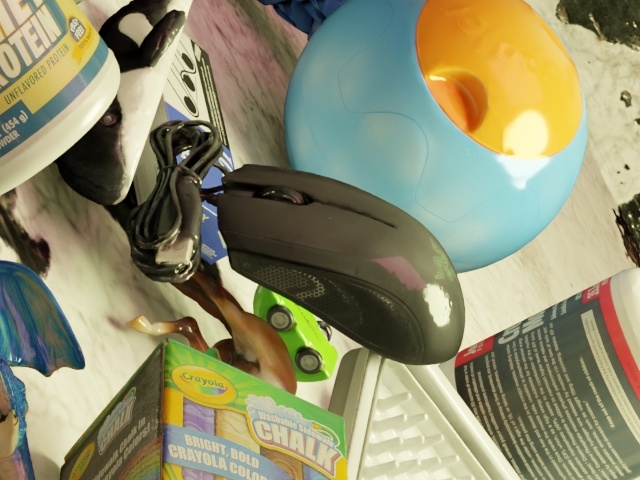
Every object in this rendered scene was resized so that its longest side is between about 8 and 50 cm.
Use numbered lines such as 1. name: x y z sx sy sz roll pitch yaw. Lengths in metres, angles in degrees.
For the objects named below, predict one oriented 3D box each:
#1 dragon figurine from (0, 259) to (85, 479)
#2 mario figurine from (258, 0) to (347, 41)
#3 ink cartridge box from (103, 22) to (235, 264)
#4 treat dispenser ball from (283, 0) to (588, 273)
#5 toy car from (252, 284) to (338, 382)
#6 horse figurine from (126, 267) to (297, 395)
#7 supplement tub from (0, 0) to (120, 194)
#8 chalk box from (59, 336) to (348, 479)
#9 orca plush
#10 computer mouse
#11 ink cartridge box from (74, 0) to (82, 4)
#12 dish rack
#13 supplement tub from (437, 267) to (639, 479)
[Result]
1. dragon figurine: -0.191 0.063 0.969 0.289 0.085 0.144 58 20 -8
2. mario figurine: 0.058 -0.228 1.868 0.320 0.170 0.198 44 12 -30
3. ink cartridge box: -0.117 -0.090 1.430 0.097 0.046 0.207 37 31 -49
4. treat dispenser ball: 0.108 -0.110 1.667 0.288 0.288 0.288 51 22 -30
5. toy car: 0.003 0.125 1.436 0.225 0.053 0.239 57 19 -13
6. horse figurine: -0.067 0.115 1.251 0.174 0.066 0.263 36 33 -42
7. supplement tub: -0.230 -0.134 1.048 0.199 0.144 0.144 54 21 -22
8. chalk box: -0.070 0.158 1.026 0.132 0.132 0.213 27 34 -22
9. orca plush: -0.161 -0.142 1.300 0.102 0.151 0.287 19 55 -7
10. computer mouse: 0.000 0.000 1.272 0.272 0.072 0.188 26 33 -15
11. ink cartridge box: -0.305 -0.307 1.218 0.371 0.069 0.175 40 29 -52
12. dish rack: 0.086 0.252 1.312 0.333 0.072 0.285 54 31 -28
13. supplement tub: 0.219 0.161 1.601 0.191 0.272 0.191 51 21 -29
